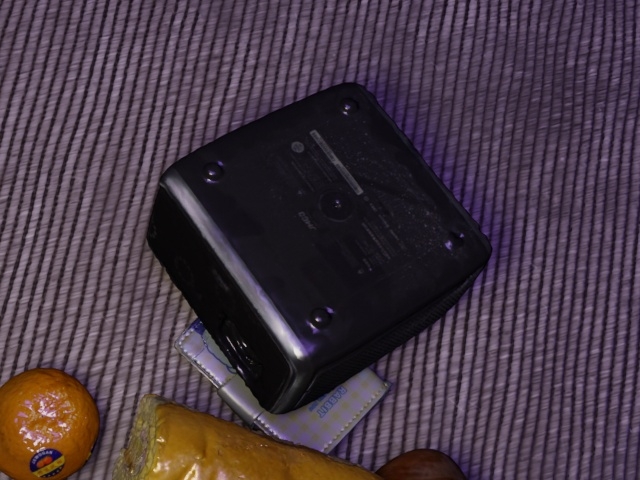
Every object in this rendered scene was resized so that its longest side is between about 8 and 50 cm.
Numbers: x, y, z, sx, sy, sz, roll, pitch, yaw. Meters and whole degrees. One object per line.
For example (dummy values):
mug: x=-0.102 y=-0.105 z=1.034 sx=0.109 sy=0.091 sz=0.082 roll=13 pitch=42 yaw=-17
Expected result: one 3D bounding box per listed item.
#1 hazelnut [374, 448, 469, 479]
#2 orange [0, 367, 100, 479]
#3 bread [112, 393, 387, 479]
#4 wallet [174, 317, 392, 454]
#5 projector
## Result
hazelnut: x=0.152 y=0.432 z=1.748 sx=0.210 sy=0.186 sz=0.210 roll=-7 pitch=36 yaw=6
orange: x=-0.425 y=0.284 z=1.745 sx=0.177 sy=0.155 sz=0.178 roll=2 pitch=79 yaw=-12
bread: x=-0.090 y=0.351 z=1.612 sx=0.375 sy=0.236 sz=0.165 roll=22 pitch=85 yaw=-20
wallet: x=-0.062 y=0.202 z=1.852 sx=0.309 sy=0.077 sz=0.223 roll=43 pitch=70 yaw=9
projector: x=0.000 y=0.000 z=1.791 sx=0.405 sy=0.242 sz=0.395 roll=-29 pitch=72 yaw=-28
